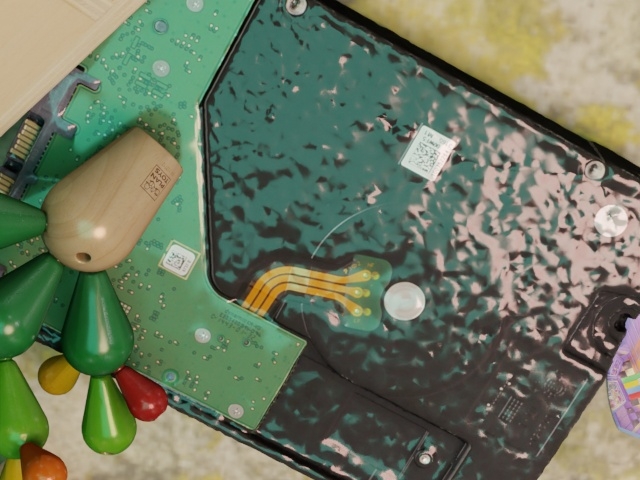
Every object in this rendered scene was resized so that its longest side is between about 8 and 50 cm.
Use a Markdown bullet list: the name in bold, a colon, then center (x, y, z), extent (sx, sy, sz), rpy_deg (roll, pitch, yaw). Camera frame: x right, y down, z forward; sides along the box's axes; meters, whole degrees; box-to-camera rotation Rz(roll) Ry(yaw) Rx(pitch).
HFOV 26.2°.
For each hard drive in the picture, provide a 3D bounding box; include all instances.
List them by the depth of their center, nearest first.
- **hard drive**: center (0.000, 0.000, 0.745), extent (0.339, 0.064, 0.237), rpy_deg (27, 105, -8)

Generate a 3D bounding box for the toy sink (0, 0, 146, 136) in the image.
- **toy sink**: center (-0.188, -0.146, 0.635), extent (0.234, 0.131, 0.153), rpy_deg (-39, 64, 12)

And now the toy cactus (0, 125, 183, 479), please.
- **toy cactus**: center (-0.138, 0.021, 0.662), extent (0.180, 0.112, 0.219), rpy_deg (-49, 118, -8)

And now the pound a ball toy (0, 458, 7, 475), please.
- **pound a ball toy**: center (-0.192, 0.279, 0.796), extent (0.319, 0.136, 0.208), rpy_deg (-39, 102, 12)

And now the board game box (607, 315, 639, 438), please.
- **board game box**: center (0.251, 0.079, 0.781), extent (0.169, 0.033, 0.133), rpy_deg (23, 106, -6)
